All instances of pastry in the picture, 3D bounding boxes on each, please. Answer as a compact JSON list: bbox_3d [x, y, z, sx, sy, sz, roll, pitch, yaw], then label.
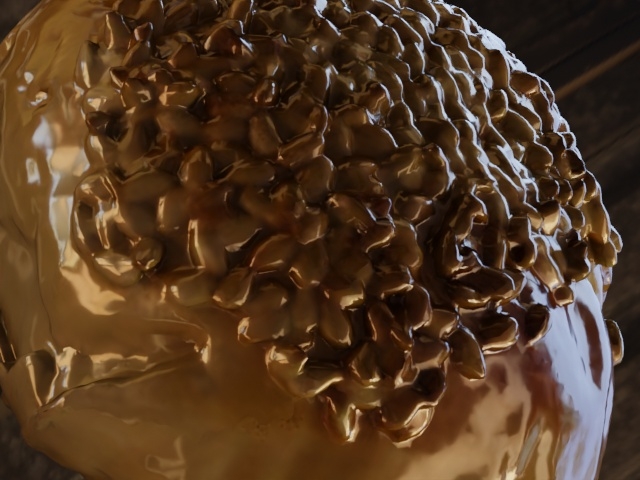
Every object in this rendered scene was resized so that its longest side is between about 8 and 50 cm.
[{"bbox_3d":[0.000,0.000,0.909,0.409,0.245,0.409,28,-145,-21],"label":"pastry"}]
